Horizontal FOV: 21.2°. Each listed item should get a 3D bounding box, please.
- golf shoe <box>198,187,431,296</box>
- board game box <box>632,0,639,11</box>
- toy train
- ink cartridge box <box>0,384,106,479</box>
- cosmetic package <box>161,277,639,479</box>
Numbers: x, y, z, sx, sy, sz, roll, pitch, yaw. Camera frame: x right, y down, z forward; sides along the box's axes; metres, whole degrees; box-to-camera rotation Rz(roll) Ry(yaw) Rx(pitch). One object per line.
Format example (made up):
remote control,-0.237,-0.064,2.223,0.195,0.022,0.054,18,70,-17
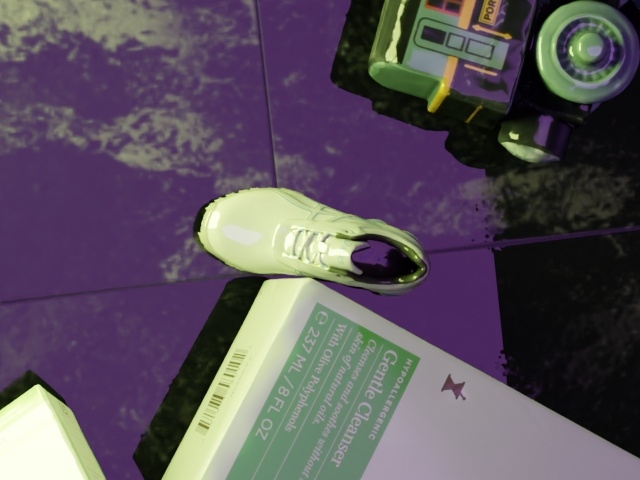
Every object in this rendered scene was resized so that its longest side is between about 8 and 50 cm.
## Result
golf shoe,0.000,0.000,1.269,0.176,0.086,0.069,9,90,-11
board game box,0.382,-0.140,1.372,0.165,0.042,0.243,-35,97,-10
toy train,0.159,-0.230,1.281,0.190,0.142,0.333,16,87,-2
ink cartridge box,-0.205,0.237,1.157,0.171,0.235,0.056,-35,142,1
cosmetic package,0.087,0.192,1.255,0.366,0.155,0.197,27,82,-10
